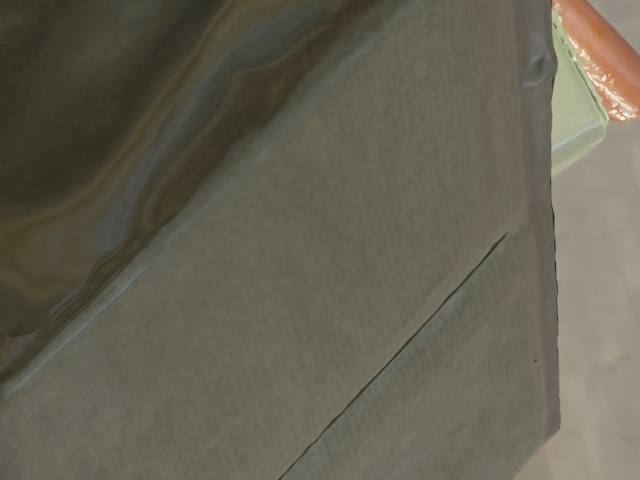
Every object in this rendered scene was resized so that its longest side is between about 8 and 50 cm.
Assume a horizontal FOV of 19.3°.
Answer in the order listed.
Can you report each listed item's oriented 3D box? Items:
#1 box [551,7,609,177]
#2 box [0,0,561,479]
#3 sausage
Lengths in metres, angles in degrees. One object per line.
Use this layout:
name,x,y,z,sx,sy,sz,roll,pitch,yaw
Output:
box,0.038,-0.128,1.188,0.290,0.166,0.220,61,169,2
box,-0.111,-0.024,0.586,0.345,0.204,0.251,34,153,31
sausage,0.223,-0.158,1.579,0.154,0.062,0.062,39,-178,-30
